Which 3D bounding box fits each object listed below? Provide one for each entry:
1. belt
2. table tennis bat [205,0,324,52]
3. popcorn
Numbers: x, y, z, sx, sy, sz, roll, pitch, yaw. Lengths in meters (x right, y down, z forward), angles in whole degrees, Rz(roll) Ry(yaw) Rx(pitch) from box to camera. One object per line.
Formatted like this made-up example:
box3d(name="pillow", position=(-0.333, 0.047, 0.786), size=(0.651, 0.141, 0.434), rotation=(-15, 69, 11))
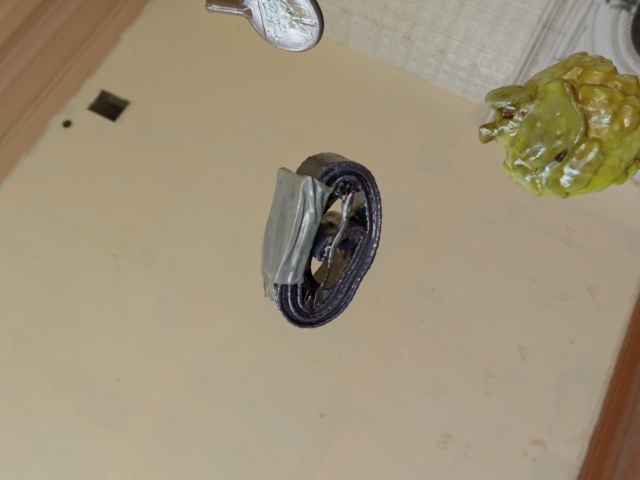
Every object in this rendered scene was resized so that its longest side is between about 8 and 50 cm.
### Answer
box3d(name="belt", position=(0.000, 0.000, 0.742), size=(0.126, 0.139, 0.230), rotation=(-131, 56, -67))
box3d(name="table tennis bat", position=(-0.051, -0.328, 0.726), size=(0.119, 0.170, 0.107), rotation=(-61, -24, -29))
box3d(name="popcorn", position=(0.387, -0.177, 0.881), size=(0.192, 0.266, 0.233), rotation=(-43, -37, -58))
